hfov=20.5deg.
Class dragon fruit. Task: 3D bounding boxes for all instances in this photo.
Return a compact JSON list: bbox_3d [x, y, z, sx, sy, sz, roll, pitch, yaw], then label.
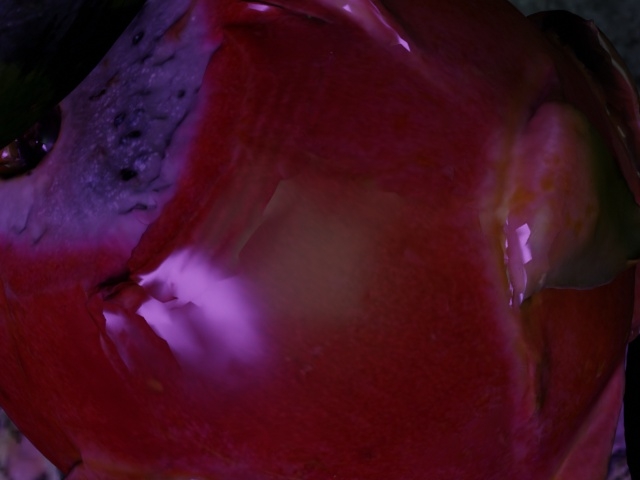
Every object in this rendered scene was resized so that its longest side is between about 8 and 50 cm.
[{"bbox_3d":[-0.004,0.000,0.536,0.224,0.224,0.227,-53,137,-6],"label":"dragon fruit"}]

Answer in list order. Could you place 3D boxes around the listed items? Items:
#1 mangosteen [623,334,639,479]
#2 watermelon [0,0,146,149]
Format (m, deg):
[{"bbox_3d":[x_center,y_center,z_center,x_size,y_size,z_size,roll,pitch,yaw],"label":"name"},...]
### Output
[{"bbox_3d":[0.249,0.032,0.613,0.297,0.297,0.313,-15,111,-21],"label":"mangosteen"},{"bbox_3d":[-0.168,-0.133,0.395,0.285,0.285,0.285,-5,103,-24],"label":"watermelon"}]
